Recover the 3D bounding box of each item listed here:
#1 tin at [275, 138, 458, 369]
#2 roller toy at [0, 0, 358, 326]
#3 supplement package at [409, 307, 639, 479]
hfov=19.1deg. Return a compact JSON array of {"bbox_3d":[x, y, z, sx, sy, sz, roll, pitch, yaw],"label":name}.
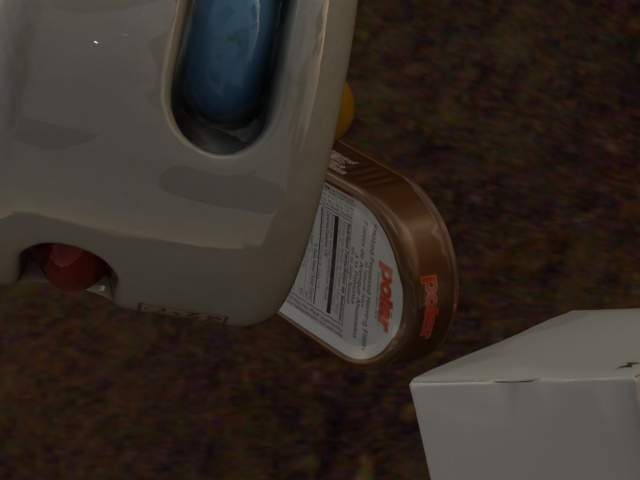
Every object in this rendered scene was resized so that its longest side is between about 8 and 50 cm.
[{"bbox_3d":[0.000,0.000,1.020,0.189,0.040,0.106,32,130,44],"label":"tin"},{"bbox_3d":[-0.059,-0.063,0.769,0.146,0.191,0.209,11,125,-6],"label":"roller toy"},{"bbox_3d":[0.201,0.200,1.173,0.177,0.175,0.293,-5,100,46],"label":"supplement package"}]
